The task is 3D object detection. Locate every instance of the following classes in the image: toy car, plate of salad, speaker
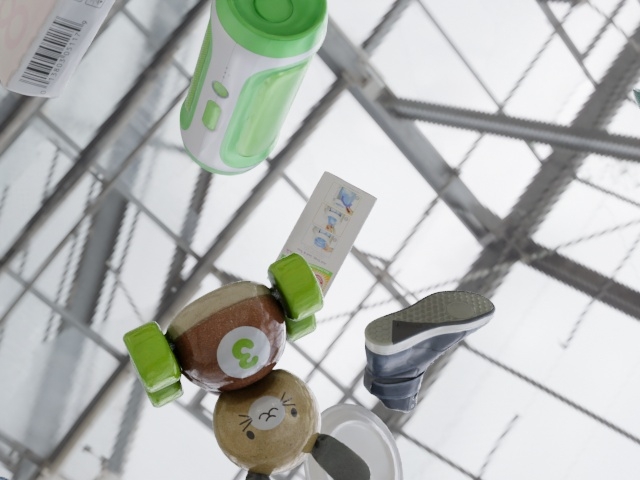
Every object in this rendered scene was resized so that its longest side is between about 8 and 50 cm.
[{"bbox_3d":[-0.046,0.134,0.950,0.155,0.149,0.188,-26,-103,-11],"label":"toy car"},{"bbox_3d":[0.047,0.349,1.816,0.048,0.200,0.200,-28,-145,46],"label":"plate of salad"},{"bbox_3d":[-0.080,-0.187,1.330,0.296,0.131,0.131,121,-7,-61],"label":"speaker"}]

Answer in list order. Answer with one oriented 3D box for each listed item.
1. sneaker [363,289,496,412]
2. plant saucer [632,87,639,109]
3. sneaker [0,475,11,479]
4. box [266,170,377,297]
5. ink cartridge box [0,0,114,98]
[{"bbox_3d":[0.165,0.174,1.847,0.226,0.163,0.086,-16,-141,-21],"label":"sneaker"},{"bbox_3d":[0.427,-0.151,1.427,0.119,0.119,0.021,46,-61,55],"label":"plant saucer"},{"bbox_3d":[-0.405,0.414,1.652,0.069,0.209,0.082,-37,-147,-26],"label":"sneaker"},{"bbox_3d":[0.000,0.000,2.021,0.203,0.103,0.114,-62,-179,-8],"label":"box"},{"bbox_3d":[-0.232,-0.258,0.984,0.189,0.066,0.232,-54,-127,24],"label":"ink cartridge box"}]
